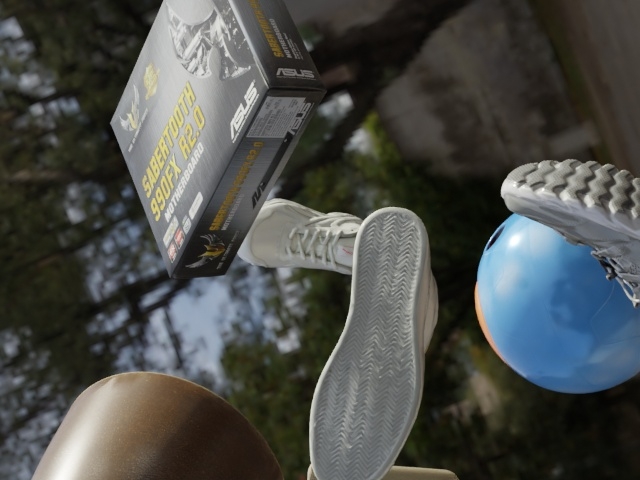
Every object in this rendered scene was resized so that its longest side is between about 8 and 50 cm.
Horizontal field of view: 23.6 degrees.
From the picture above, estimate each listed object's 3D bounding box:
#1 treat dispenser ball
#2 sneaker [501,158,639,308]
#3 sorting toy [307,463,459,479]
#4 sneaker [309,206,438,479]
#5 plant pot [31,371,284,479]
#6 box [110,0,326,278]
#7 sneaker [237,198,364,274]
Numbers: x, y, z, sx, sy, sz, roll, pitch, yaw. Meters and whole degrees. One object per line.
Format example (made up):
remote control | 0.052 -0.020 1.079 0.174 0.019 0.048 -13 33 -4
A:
treat dispenser ball | 0.366 0.075 2.199 0.288 0.288 0.288 -23 -90 -80
sneaker | 0.297 0.012 1.453 0.105 0.281 0.115 -43 -28 -57
sorting toy | 0.062 0.345 1.670 0.047 0.348 0.196 -173 90 -71
sneaker | 0.069 0.131 1.576 0.169 0.108 0.292 63 -141 -67
plant pot | -0.166 0.258 1.238 0.215 0.215 0.230 64 -151 -18
box | -0.091 -0.109 1.265 0.056 0.231 0.183 -2 -128 -32
sneaker | 0.000 0.000 1.978 0.115 0.232 0.090 18 104 52
